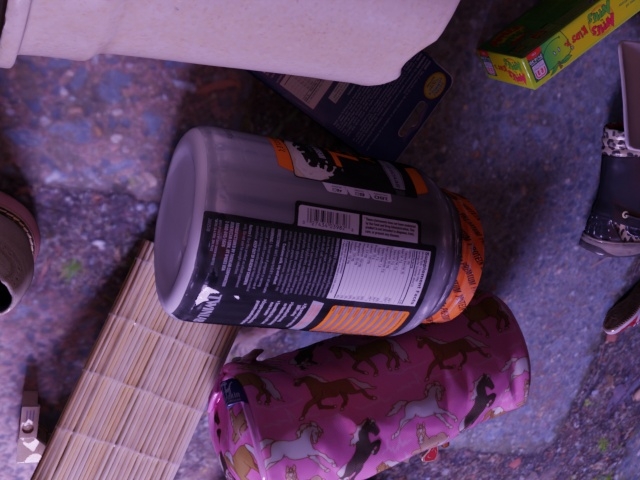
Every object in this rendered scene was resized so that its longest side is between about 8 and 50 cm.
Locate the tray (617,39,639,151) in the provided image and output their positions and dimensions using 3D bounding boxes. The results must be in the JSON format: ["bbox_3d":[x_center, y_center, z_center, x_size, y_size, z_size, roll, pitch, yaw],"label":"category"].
[{"bbox_3d":[0.491,-0.168,0.882,0.270,0.030,0.145,4,80,-17],"label":"tray"}]

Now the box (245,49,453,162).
[{"bbox_3d":[0.028,-0.188,0.746,0.225,0.036,0.136,33,96,-27],"label":"box"}]

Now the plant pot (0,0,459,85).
[{"bbox_3d":[-0.058,-0.263,0.522,0.305,0.334,0.334,8,107,-28],"label":"plant pot"}]

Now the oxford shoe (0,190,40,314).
[{"bbox_3d":[-0.443,-0.007,0.565,0.397,0.146,0.140,5,109,-23],"label":"oxford shoe"}]

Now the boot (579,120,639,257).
[{"bbox_3d":[0.472,-0.076,0.944,0.236,0.085,0.179,-8,111,-19],"label":"boot"}]

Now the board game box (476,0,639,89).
[{"bbox_3d":[0.282,-0.250,0.792,0.181,0.092,0.043,-37,119,-4],"label":"board game box"}]

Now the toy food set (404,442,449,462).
[{"bbox_3d":[0.172,0.279,1.002,0.078,0.019,0.122,16,104,-27],"label":"toy food set"}]

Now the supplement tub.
[{"bbox_3d":[0.000,0.000,0.721,0.316,0.193,0.194,8,107,-25],"label":"supplement tub"}]

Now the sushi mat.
[{"bbox_3d":[-0.196,0.171,0.766,0.151,0.019,0.317,27,84,-31],"label":"sushi mat"}]

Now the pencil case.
[{"bbox_3d":[0.065,0.176,0.814,0.386,0.160,0.167,-13,100,-25],"label":"pencil case"}]

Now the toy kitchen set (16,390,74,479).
[{"bbox_3d":[-0.290,0.217,0.763,0.083,0.068,0.075,5,109,-24],"label":"toy kitchen set"}]

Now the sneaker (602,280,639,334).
[{"bbox_3d":[0.489,0.113,1.051,0.118,0.042,0.067,-44,116,-3],"label":"sneaker"}]
